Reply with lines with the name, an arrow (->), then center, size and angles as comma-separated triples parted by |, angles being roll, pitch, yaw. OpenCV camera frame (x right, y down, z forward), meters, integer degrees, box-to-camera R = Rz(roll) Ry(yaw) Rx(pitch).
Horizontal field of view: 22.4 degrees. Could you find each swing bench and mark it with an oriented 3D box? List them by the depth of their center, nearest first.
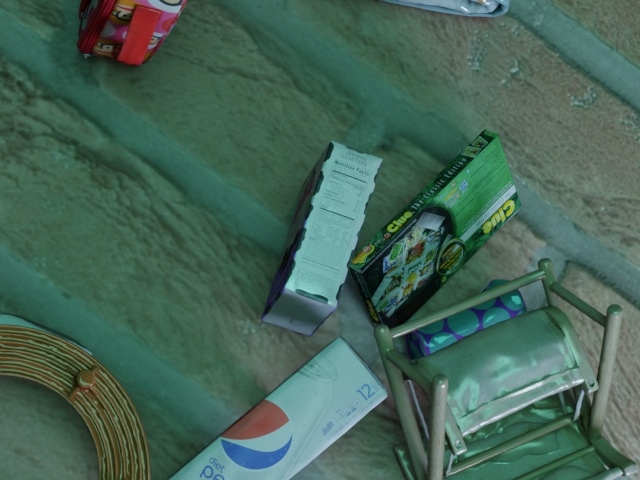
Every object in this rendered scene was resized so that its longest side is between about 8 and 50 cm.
swing bench -> 0.224, 0.197, 1.940 | 0.253, 0.165, 0.254 | -20, 119, -19

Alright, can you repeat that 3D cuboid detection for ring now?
ring -> -0.350, 0.252, 1.771 | 0.336, 0.032, 0.336 | 5, 72, -16

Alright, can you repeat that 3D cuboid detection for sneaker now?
sneaker -> -0.375, 0.131, 1.882 | 0.212, 0.080, 0.094 | 17, 85, -3

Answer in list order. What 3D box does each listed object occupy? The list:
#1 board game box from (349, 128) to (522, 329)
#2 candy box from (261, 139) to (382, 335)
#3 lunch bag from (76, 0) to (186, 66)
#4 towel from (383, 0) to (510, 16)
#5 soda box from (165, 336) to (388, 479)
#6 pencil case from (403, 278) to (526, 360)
board game box -> 0.146, -0.008, 2.014 | 0.260, 0.030, 0.136 | -43, 134, -20
candy box -> 0.000, 0.000, 1.948 | 0.070, 0.165, 0.196 | 19, 71, -6
lunch bag -> -0.207, -0.327, 1.917 | 0.120, 0.293, 0.258 | 15, 72, -14
towel -> 0.084, -0.476, 2.132 | 0.374, 0.090, 0.320 | 10, 75, -11
soda box -> -0.057, 0.233, 1.868 | 0.286, 0.098, 0.091 | -40, 88, 0
pencil case -> 0.180, 0.106, 2.019 | 0.152, 0.064, 0.070 | -27, 65, -17
